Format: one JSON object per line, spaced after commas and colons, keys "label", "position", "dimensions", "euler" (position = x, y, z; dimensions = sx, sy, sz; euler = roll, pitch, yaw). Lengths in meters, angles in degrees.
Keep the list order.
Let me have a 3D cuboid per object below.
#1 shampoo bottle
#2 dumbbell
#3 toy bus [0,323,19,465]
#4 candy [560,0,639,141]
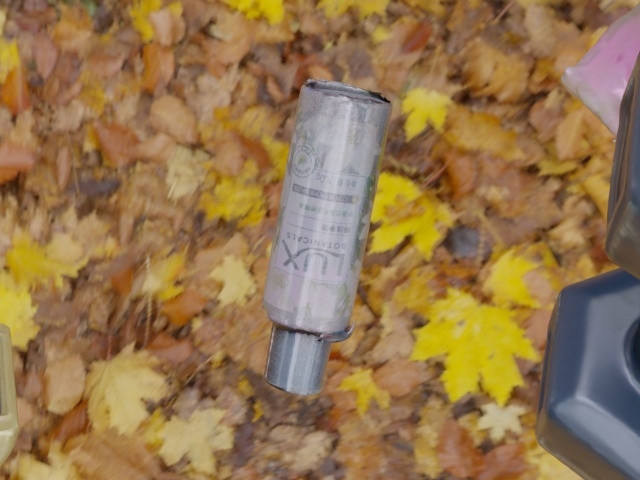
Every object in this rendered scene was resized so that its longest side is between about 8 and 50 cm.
{"label": "shampoo bottle", "position": [0.000, 0.000, 0.955], "dimensions": [0.072, 0.072, 0.214], "euler": [8, 103, -12]}
{"label": "dumbbell", "position": [0.196, 0.027, 0.683], "dimensions": [0.156, 0.316, 0.143], "euler": [37, 68, 18]}
{"label": "toy bus", "position": [-0.249, 0.201, 0.698], "dimensions": [0.202, 0.365, 0.177], "euler": [-4, 33, -13]}
{"label": "candy", "position": [0.317, -0.062, 1.037], "dimensions": [0.116, 0.155, 0.265], "euler": [-44, 123, 13]}
